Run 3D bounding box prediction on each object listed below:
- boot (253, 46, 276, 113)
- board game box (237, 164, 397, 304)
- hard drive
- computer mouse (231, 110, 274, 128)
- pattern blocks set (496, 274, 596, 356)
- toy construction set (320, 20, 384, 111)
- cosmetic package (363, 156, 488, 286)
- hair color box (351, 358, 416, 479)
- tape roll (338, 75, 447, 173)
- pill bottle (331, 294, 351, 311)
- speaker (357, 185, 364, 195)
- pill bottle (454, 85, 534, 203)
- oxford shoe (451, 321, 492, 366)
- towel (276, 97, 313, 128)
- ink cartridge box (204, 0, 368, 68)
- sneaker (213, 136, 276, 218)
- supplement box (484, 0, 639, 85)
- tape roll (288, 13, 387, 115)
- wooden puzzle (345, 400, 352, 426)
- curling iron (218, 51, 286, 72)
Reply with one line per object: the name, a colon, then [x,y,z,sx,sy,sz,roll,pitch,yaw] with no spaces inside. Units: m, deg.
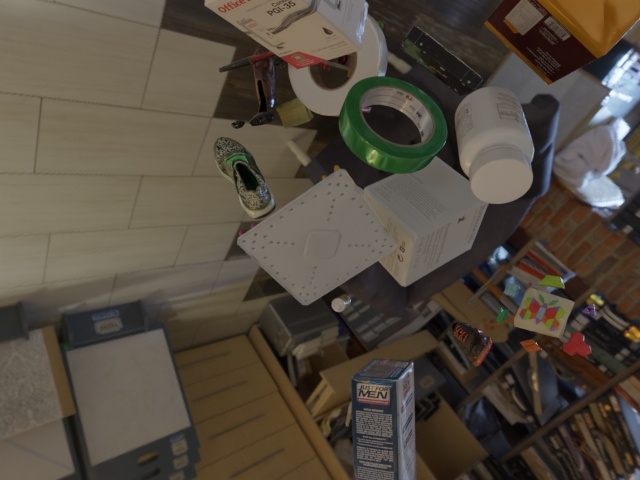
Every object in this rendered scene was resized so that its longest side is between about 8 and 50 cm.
boot: [-0.245,-0.651,1.808,0.096,0.280,0.263,2,112,0]
board game box: [0.000,0.000,1.422,0.390,0.050,0.390,-33,129,9]
hard drive: [0.481,-0.721,1.790,0.064,0.339,0.237,-54,-177,13]
computer mouse: [-0.270,-0.470,1.717,0.071,0.242,0.041,-48,127,-36]
pattern blocks set: [0.780,0.255,1.551,0.026,0.325,0.285,30,69,-35]
toy construction set: [0.160,-0.658,1.749,0.237,0.258,0.308,-26,112,-61]
cosmetic package: [0.418,-0.087,1.860,0.394,0.327,0.329,-26,143,-21]
hair color box: [0.146,0.457,0.987,0.105,0.346,0.174,-2,178,22]
tape roll: [0.217,-0.351,1.330,0.322,0.321,0.077,-23,161,-26]
pill bottle: [0.067,0.191,1.358,0.043,0.043,0.083,-49,167,17]
speaker: [0.211,-0.198,2.076,0.055,0.136,0.055,-51,168,-15]
pill bottle: [0.331,-0.182,0.846,0.131,0.229,0.131,6,137,5]
oxford shoe: [0.454,0.312,1.364,0.096,0.099,0.271,-60,171,3]
towel: [-0.108,-0.536,1.857,0.148,0.110,0.027,-13,-161,30]
ink cartridge box: [-0.067,-0.497,0.931,0.283,0.207,0.117,15,82,-48]
sneaker: [-0.309,-0.289,1.759,0.158,0.410,0.182,-30,158,-13]
supplement box: [0.446,-0.422,0.818,0.129,0.191,0.194,-48,-178,5]
tape roll: [0.055,-0.656,1.625,0.072,0.392,0.392,-19,148,-57]
wooden puzzle: [0.187,0.538,1.502,0.239,0.044,0.220,-30,150,-19]
curling iron: [-0.247,-0.665,1.659,0.274,0.035,0.068,-9,103,1]
